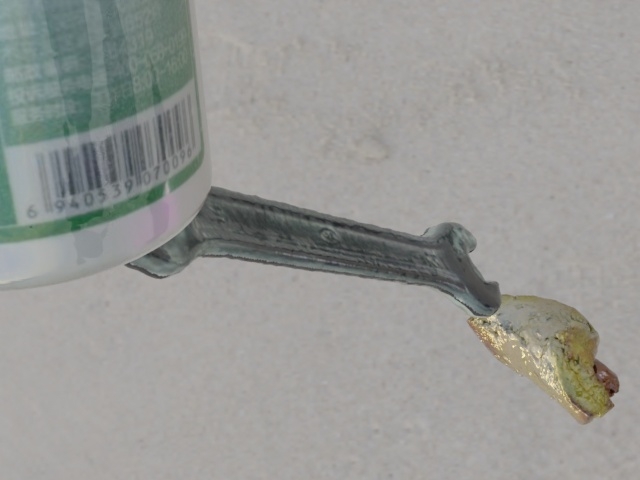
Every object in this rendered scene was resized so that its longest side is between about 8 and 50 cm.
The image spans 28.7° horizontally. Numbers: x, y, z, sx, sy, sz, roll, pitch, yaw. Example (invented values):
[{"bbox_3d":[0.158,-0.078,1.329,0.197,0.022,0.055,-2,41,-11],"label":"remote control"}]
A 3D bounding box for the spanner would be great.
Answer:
[{"bbox_3d":[0.000,0.000,0.640,0.017,0.302,0.071,-36,62,32],"label":"spanner"}]

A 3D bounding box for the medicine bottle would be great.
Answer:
[{"bbox_3d":[-0.110,-0.130,0.388,0.133,0.133,0.274,32,133,45],"label":"medicine bottle"}]

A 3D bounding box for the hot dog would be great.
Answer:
[{"bbox_3d":[0.172,0.078,0.922,0.061,0.078,0.169,-39,34,-7],"label":"hot dog"}]
